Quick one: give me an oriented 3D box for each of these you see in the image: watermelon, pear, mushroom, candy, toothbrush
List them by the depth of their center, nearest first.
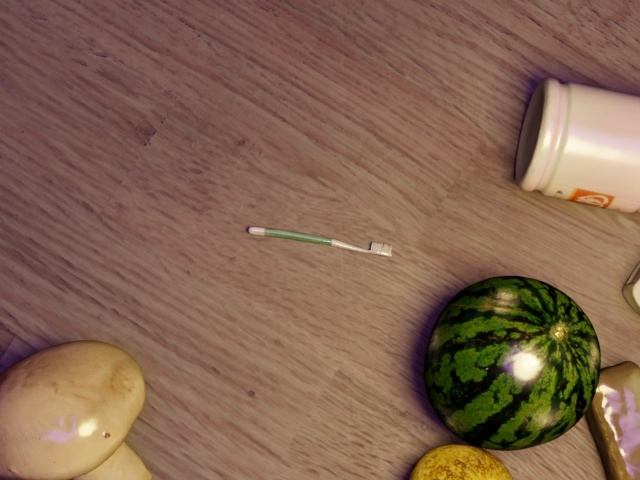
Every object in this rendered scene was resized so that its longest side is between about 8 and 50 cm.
[{"bbox_3d":[-0.404,0.322,1.740,0.292,0.292,0.290,-22,112,-5],"label":"mushroom"},{"bbox_3d":[0.310,0.198,1.759,0.285,0.285,0.285,0,81,-2],"label":"watermelon"},{"bbox_3d":[0.232,0.431,1.761,0.197,0.197,0.197,0,81,-2],"label":"pear"},{"bbox_3d":[0.520,0.326,1.829,0.104,0.102,0.234,-17,81,-5],"label":"candy"},{"bbox_3d":[0.000,0.000,1.901,0.257,0.018,0.024,8,78,-1],"label":"toothbrush"}]

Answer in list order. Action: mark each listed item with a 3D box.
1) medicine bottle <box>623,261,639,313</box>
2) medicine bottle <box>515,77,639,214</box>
[{"bbox_3d":[0.700,0.126,1.858,0.324,0.124,0.179,38,88,2],"label":"medicine bottle"},{"bbox_3d":[0.512,-0.153,1.853,0.315,0.202,0.202,13,81,0],"label":"medicine bottle"}]
